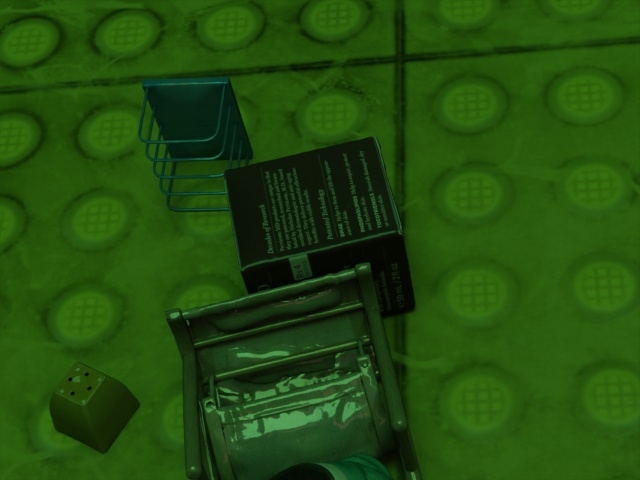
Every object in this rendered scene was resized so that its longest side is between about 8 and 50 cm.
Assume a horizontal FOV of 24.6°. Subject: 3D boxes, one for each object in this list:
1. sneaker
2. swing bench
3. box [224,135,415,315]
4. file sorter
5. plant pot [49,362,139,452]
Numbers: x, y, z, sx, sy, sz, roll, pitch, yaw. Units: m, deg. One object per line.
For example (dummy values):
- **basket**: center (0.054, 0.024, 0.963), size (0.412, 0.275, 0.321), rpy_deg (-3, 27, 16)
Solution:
- **sneaker**: center (-0.023, 0.302, 1.581), size (0.295, 0.178, 0.124), rpy_deg (-24, 66, 42)
- **swing bench**: center (-0.032, 0.187, 1.728), size (0.253, 0.165, 0.255), rpy_deg (-13, 47, 1)
- **box**: center (0.000, 0.000, 1.851), size (0.203, 0.168, 0.167), rpy_deg (-14, 52, 1)
- **file sorter**: center (-0.170, -0.126, 1.980), size (0.118, 0.170, 0.105), rpy_deg (0, 58, 10)
- **plant pot**: center (-0.287, 0.197, 1.812), size (0.081, 0.083, 0.081), rpy_deg (21, 60, 25)
